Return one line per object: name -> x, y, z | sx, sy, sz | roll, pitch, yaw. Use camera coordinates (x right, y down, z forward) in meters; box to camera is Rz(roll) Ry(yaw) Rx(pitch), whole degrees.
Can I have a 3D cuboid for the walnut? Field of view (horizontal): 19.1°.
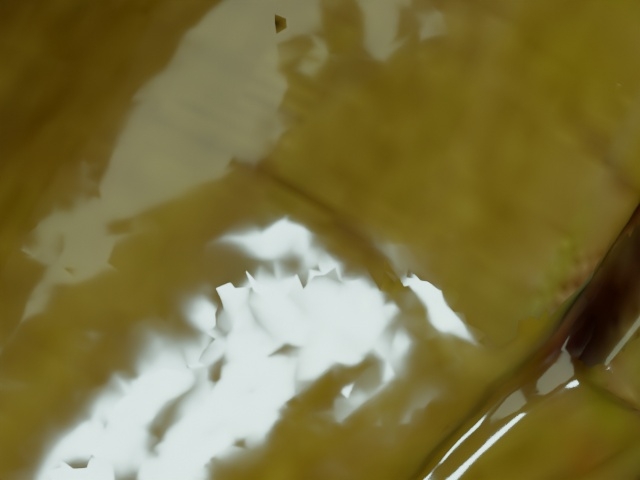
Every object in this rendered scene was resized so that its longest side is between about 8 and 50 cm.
walnut -> 0.000, 0.000, 0.428 | 0.336, 0.209, 0.209 | -47, 46, -9
